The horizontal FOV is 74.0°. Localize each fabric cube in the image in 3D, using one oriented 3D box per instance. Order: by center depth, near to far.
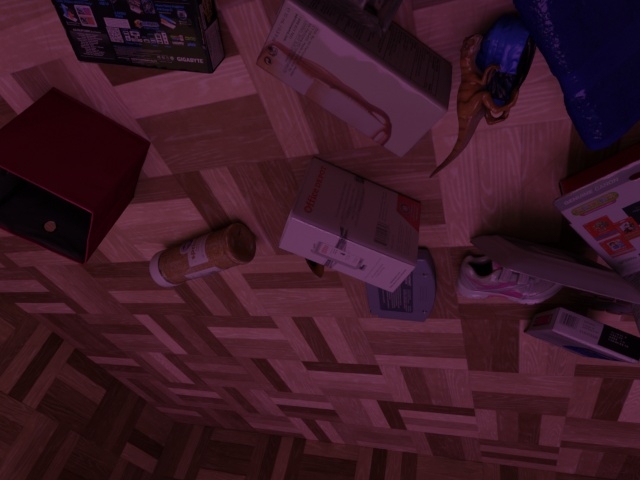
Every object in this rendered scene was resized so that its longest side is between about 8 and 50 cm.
[{"bbox_3d":[-0.610,-0.147,1.024,0.254,0.258,0.259,28,138,-15],"label":"fabric cube"}]

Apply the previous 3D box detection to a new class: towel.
[{"bbox_3d":[0.412,-0.311,0.598,0.227,0.076,0.308,-42,118,9],"label":"towel"}]

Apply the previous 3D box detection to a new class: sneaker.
[{"bbox_3d":[0.462,0.087,1.048,0.252,0.103,0.111,-4,137,21],"label":"sneaker"}]

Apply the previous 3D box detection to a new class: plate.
[{"bbox_3d":[0.490,0.044,0.910,0.277,0.278,0.045,15,102,3],"label":"plate"}]

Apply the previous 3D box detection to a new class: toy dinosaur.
[{"bbox_3d":[0.238,-0.202,0.662,0.112,0.064,0.212,6,107,9],"label":"toy dinosaur"}]

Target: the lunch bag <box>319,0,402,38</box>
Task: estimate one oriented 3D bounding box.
[{"bbox_3d":[0.040,-0.441,0.494,0.235,0.169,0.287,34,111,9],"label":"lunch bag"}]

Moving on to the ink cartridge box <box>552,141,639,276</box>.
[{"bbox_3d":[0.620,-0.103,0.757,0.271,0.130,0.309,35,136,-23],"label":"ink cartridge box"}]

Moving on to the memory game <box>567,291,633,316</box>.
[{"bbox_3d":[0.717,0.158,1.051,0.186,0.012,0.186,17,169,3],"label":"memory game"}]

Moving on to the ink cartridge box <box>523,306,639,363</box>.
[{"bbox_3d":[0.650,0.245,1.090,0.175,0.069,0.371,22,172,20],"label":"ink cartridge box"}]

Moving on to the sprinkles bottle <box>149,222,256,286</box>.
[{"bbox_3d":[-0.356,0.050,1.266,0.355,0.121,0.121,-17,130,32],"label":"sprinkles bottle"}]

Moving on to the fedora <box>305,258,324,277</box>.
[{"bbox_3d":[0.000,0.000,1.094,0.079,0.194,0.194,-18,141,-16],"label":"fedora"}]

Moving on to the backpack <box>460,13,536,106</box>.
[{"bbox_3d":[0.287,-0.293,0.680,0.101,0.098,0.120,21,143,15],"label":"backpack"}]

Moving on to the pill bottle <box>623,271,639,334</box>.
[{"bbox_3d":[0.732,0.132,0.867,0.160,0.283,0.160,10,140,8],"label":"pill bottle"}]

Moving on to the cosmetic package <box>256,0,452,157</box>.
[{"bbox_3d":[0.063,-0.295,0.714,0.296,0.153,0.129,30,140,-13],"label":"cosmetic package"}]

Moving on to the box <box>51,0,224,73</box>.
[{"bbox_3d":[-0.337,-0.451,0.731,0.295,0.073,0.293,9,138,10],"label":"box"}]

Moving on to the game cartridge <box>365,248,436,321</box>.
[{"bbox_3d":[0.229,0.129,1.213,0.197,0.062,0.297,0,137,12],"label":"game cartridge"}]

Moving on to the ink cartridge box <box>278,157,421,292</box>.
[{"bbox_3d":[0.072,-0.038,0.956,0.282,0.207,0.117,22,138,-6],"label":"ink cartridge box"}]
